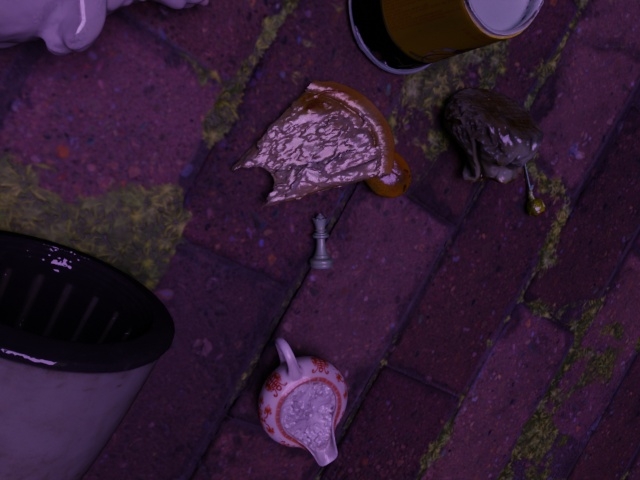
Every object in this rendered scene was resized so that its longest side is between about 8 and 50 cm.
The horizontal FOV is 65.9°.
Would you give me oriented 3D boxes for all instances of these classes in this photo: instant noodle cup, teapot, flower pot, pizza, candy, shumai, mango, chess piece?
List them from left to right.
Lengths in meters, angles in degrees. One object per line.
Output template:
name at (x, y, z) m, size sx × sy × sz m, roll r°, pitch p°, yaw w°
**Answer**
flower pot at (-0.374, 0.190, 0.586) m, size 0.294 × 0.293 × 0.330 m, roll 22°, pitch 101°, yaw -28°
teapot at (-0.034, 0.266, 0.851) m, size 0.159 × 0.116 × 0.245 m, roll -25°, pitch 116°, yaw -3°
pizza at (-0.013, -0.149, 0.774) m, size 0.262 × 0.034 × 0.180 m, roll -23°, pitch 97°, yaw -10°
chess piece at (0.000, 0.000, 0.837) m, size 0.042 × 0.042 × 0.093 m, roll -6°, pitch 99°, yaw -23°
mango at (0.106, -0.119, 0.845) m, size 0.114 × 0.057 × 0.078 m, roll 33°, pitch 92°, yaw -20°
instant noodle cup at (0.185, -0.359, 0.716) m, size 0.216 × 0.236 × 0.215 m, roll -7°, pitch 106°, yaw -26°
shumai at (0.297, -0.181, 0.896) m, size 0.184 × 0.184 × 0.141 m, roll -2°, pitch 134°, yaw -24°
candy at (0.433, -0.107, 1.014) m, size 0.035 × 0.035 × 0.122 m, roll -20°, pitch 102°, yaw -6°

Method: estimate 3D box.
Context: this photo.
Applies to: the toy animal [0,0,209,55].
toy animal at (-0.300, -0.332, 0.549) m, size 0.357 × 0.194 × 0.257 m, roll -35°, pitch 92°, yaw -30°
